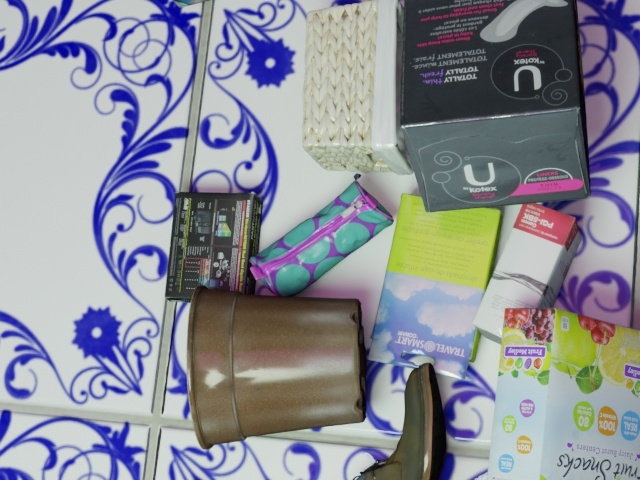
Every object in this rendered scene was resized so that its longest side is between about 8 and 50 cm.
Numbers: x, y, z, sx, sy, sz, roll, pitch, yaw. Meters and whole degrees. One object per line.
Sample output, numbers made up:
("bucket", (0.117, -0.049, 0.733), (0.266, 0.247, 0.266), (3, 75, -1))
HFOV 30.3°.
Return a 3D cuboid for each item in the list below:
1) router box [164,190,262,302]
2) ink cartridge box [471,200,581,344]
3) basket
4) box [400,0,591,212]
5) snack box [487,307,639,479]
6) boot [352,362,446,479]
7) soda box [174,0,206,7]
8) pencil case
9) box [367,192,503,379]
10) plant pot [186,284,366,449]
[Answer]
("router box", (-0.116, 0.008, 1.289), (0.092, 0.038, 0.123), (2, 79, 15))
("ink cartridge box", (0.206, 0.040, 1.172), (0.056, 0.099, 0.135), (22, 83, 19))
("basket", (0.042, -0.159, 1.248), (0.103, 0.113, 0.167), (-2, 77, 15))
("box", (0.172, -0.179, 1.160), (0.165, 0.143, 0.270), (-5, 55, 14))
("snack box", (0.240, 0.178, 1.096), (0.070, 0.174, 0.207), (-4, 76, 52))
("boot", (0.068, 0.230, 1.169), (0.106, 0.082, 0.219), (0, 87, 17))
("soda box", (-0.089, -0.323, 1.343), (0.183, 0.058, 0.063), (-12, 76, 12))
("pencil case", (0.000, 0.000, 1.246), (0.151, 0.070, 0.064), (-37, 73, 5))
("box", (0.119, 0.048, 1.221), (0.109, 0.042, 0.178), (10, 82, 16))
("plant pot", (-0.038, 0.123, 1.188), (0.165, 0.167, 0.167), (-3, 77, 6))
